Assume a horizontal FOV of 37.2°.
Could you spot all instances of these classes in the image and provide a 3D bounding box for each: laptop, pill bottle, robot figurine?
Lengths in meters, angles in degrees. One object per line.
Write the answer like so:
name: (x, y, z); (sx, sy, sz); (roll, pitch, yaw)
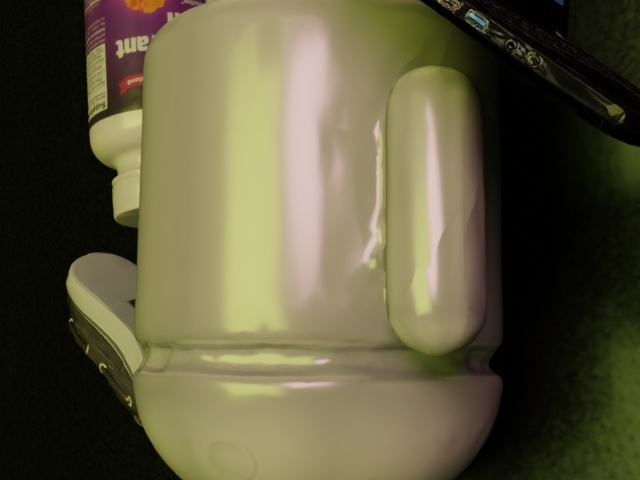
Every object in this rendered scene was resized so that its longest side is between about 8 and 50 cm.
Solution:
laptop: (0.119, -0.150, 0.426); (0.264, 0.234, 0.136); (46, 114, 35)
pill bottle: (-0.116, -0.111, 0.700); (0.108, 0.108, 0.193); (-14, 76, 38)
robot figurine: (0.000, 0.000, 0.528); (0.300, 0.199, 0.353); (165, 107, -70)

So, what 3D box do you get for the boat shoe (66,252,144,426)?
boat shoe: (-0.125, 0.098, 0.708); (0.228, 0.080, 0.076); (38, 126, 33)
